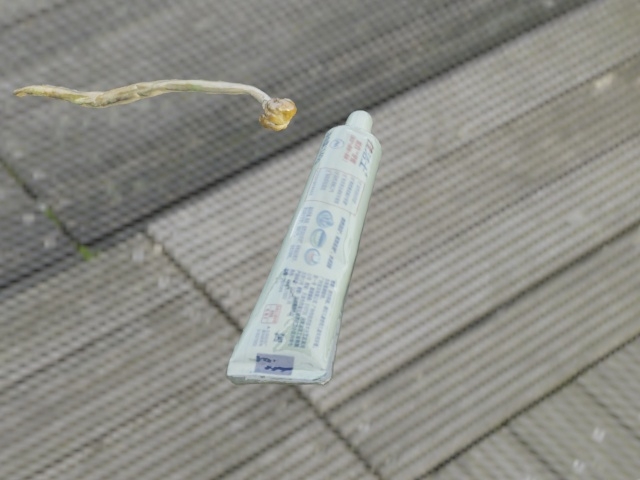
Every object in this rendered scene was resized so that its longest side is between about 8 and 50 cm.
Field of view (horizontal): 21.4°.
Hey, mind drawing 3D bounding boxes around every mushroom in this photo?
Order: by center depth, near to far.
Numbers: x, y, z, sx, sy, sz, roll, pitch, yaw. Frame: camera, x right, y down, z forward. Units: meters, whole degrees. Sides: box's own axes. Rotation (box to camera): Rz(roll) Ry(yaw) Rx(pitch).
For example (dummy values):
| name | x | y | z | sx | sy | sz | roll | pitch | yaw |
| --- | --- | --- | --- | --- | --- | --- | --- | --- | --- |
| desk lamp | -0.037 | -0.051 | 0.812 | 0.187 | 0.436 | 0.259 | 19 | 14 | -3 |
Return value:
| name | x | y | z | sx | sy | sz | roll | pitch | yaw |
| --- | --- | --- | --- | --- | --- | --- | --- | --- | --- |
| mushroom | -0.127 | -0.105 | 1.224 | 0.286 | 0.028 | 0.026 | 10 | -3 | 38 |

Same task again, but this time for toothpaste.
| name | x | y | z | sx | sy | sz | roll | pitch | yaw |
| --- | --- | --- | --- | --- | --- | --- | --- | --- | --- |
| toothpaste | 0.001 | 0.001 | 1.247 | 0.069 | 0.047 | 0.268 | 21 | 49 | -4 |

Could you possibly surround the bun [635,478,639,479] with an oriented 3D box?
| name | x | y | z | sx | sy | sz | roll | pitch | yaw |
| --- | --- | --- | --- | --- | --- | --- | --- | --- | --- |
| bun | 0.282 | 0.370 | 1.332 | 0.227 | 0.352 | 0.349 | -7 | 6 | -35 |
